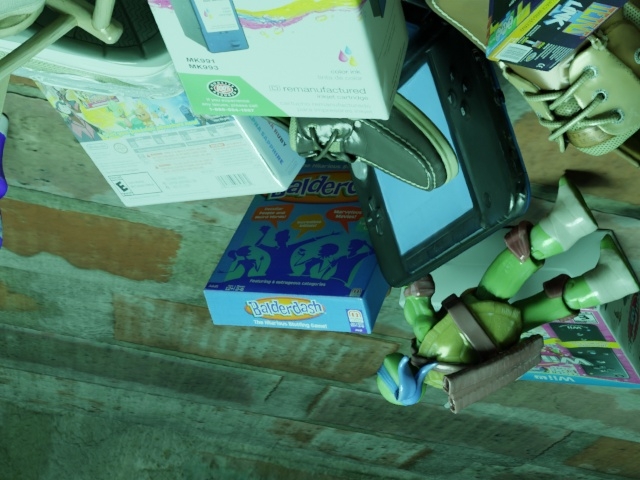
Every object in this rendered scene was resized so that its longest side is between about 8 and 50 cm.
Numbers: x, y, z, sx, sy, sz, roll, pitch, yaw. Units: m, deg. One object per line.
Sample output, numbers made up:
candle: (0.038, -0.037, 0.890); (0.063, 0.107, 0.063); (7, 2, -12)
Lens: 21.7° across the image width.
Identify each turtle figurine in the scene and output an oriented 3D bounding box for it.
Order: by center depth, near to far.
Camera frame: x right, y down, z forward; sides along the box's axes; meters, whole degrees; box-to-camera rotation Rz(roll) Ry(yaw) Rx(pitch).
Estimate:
turtle figurine: (0.164, 0.046, 1.678); (0.266, 0.197, 0.275); (-33, 176, 12)

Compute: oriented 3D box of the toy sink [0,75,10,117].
toy sink: (-0.381, -0.129, 1.481); (0.131, 0.152, 0.234); (22, 158, -35)

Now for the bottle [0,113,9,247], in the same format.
bottle: (-0.372, 0.003, 1.666); (0.092, 0.282, 0.118); (4, 161, 18)

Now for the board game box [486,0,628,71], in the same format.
board game box: (0.154, -0.198, 1.003); (0.048, 0.141, 0.170); (11, 163, -13)

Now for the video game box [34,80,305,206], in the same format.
video game box: (-0.140, -0.116, 1.437); (0.205, 0.048, 0.187); (-4, 133, 41)

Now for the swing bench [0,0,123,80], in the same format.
swing bench: (-0.255, -0.221, 1.059); (0.254, 0.165, 0.253); (49, 161, 3)

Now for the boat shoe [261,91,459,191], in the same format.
boat shoe: (0.001, -0.094, 1.268); (0.223, 0.073, 0.080); (36, 156, 20)

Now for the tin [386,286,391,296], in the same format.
tin: (0.028, 0.029, 1.953); (0.106, 0.040, 0.189); (1, 161, 12)

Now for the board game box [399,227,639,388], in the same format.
board game box: (0.243, 0.078, 1.899); (0.224, 0.097, 0.303); (2, 162, 22)

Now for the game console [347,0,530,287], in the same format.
game console: (0.013, -0.091, 1.381); (0.173, 0.250, 0.293); (-13, 170, -20)

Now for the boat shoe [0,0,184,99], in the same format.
boat shoe: (-0.252, -0.179, 1.273); (0.320, 0.118, 0.103); (13, 157, 5)

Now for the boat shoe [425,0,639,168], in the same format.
boat shoe: (0.212, -0.125, 1.237); (0.324, 0.119, 0.123); (21, 159, -32)

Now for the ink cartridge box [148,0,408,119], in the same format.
ink cartridge box: (-0.035, -0.184, 1.147); (0.154, 0.093, 0.212); (3, 143, 16)

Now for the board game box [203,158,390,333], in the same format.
board game box: (0.000, 0.000, 1.604); (0.160, 0.210, 0.047); (2, 129, 21)
